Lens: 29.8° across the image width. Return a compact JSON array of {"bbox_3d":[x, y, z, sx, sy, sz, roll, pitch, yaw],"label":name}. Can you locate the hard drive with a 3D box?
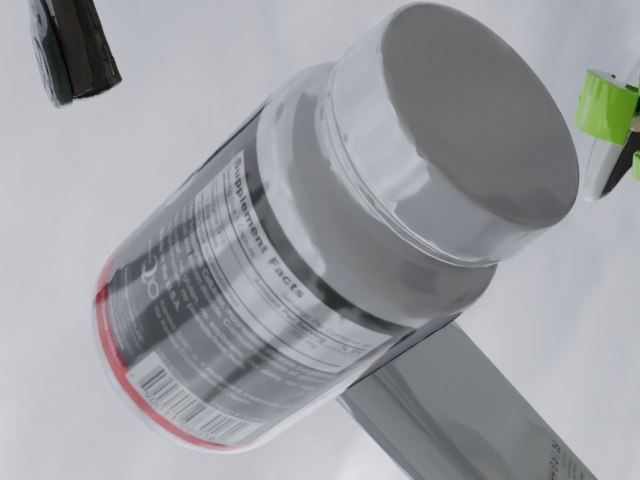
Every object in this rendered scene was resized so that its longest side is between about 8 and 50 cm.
[{"bbox_3d":[0.123,0.157,0.955,0.047,0.353,0.233,-42,2,19],"label":"hard drive"}]

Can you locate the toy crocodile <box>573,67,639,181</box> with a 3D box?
[{"bbox_3d":[0.415,-0.115,1.177,0.105,0.340,0.115,-40,-49,-58],"label":"toy crocodile"}]

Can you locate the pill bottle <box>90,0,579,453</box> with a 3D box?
[{"bbox_3d":[0.000,0.000,0.694,0.161,0.283,0.161,24,-133,-28],"label":"pill bottle"}]

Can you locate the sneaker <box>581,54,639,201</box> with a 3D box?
[{"bbox_3d":[0.415,-0.150,1.361,0.104,0.147,0.296,-76,11,-68],"label":"sneaker"}]

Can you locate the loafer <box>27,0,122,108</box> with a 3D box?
[{"bbox_3d":[-0.263,-0.268,1.233,0.084,0.096,0.267,-16,-54,-19],"label":"loafer"}]
